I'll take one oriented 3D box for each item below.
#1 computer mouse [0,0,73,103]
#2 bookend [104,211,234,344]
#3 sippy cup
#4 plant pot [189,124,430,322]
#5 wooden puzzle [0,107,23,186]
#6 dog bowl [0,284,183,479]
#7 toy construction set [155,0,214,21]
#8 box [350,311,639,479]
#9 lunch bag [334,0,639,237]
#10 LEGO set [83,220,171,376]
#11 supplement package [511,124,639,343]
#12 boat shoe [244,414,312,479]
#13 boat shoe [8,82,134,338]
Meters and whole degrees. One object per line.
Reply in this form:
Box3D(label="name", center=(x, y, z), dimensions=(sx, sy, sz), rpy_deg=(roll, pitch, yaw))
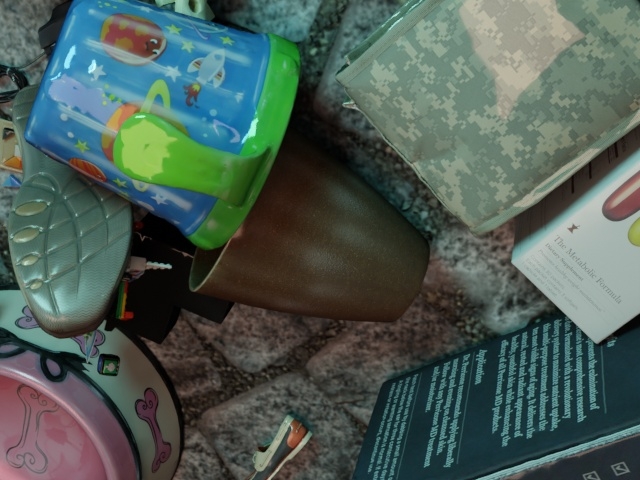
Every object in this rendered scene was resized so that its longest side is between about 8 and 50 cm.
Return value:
Box3D(label="computer mouse", center=(-0.338, -0.220, 1.195), dimensions=(0.242, 0.041, 0.071), rpy_deg=(-24, 108, 24))
Box3D(label="bookend", center=(-0.173, 0.065, 1.270), dimensions=(0.157, 0.072, 0.156), rpy_deg=(22, 117, 3))
Box3D(label="sippy cup", center=(-0.169, -0.136, 1.019), dimensions=(0.224, 0.240, 0.305), rpy_deg=(22, 161, -17))
Box3D(label="plant pot", center=(0.000, 0.000, 1.140), dimensions=(0.230, 0.215, 0.215), rpy_deg=(23, 119, -14))
Box3D(label="wooden puzzle", center=(-0.378, -0.116, 1.269), dimensions=(0.078, 0.014, 0.116), rpy_deg=(10, 117, 9))
Box3D(label="dog bowl", center=(-0.406, 0.275, 1.387), dimensions=(0.407, 0.150, 0.408), rpy_deg=(6, 116, 12))
Box3D(label="toy construction set", center=(-0.062, -0.355, 1.013), dimensions=(0.327, 0.151, 0.215), rpy_deg=(-22, 133, 30))
Box3D(label="box", center=(0.358, 0.340, 1.142), dimensions=(0.471, 0.297, 0.480), rpy_deg=(-24, 108, 24))
Box3D(label="lunch bag", center=(0.186, -0.171, 1.015), dimensions=(0.287, 0.169, 0.235), rpy_deg=(-39, 101, 22))
Box3D(label="LEGO set", center=(-0.242, 0.044, 1.201), dimensions=(0.060, 0.244, 0.183), rpy_deg=(9, 124, -23))
Box3D(label="supplement package", center=(0.339, -0.034, 1.060), dimensions=(0.139, 0.134, 0.244), rpy_deg=(42, 117, -8))
Box3D(label="boat shoe", center=(-0.067, 0.292, 1.367), dimensions=(0.043, 0.049, 0.137), rpy_deg=(39, 115, -3))
Box3D(label="boat shoe", center=(-0.274, -0.030, 1.129), dimensions=(0.132, 0.355, 0.130), rpy_deg=(-5, 140, -8))
